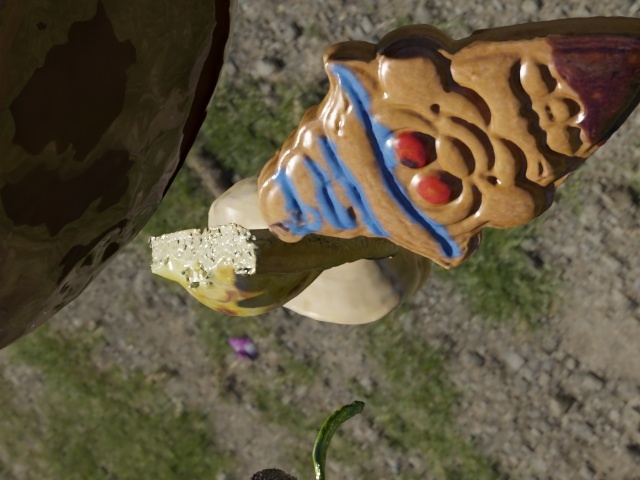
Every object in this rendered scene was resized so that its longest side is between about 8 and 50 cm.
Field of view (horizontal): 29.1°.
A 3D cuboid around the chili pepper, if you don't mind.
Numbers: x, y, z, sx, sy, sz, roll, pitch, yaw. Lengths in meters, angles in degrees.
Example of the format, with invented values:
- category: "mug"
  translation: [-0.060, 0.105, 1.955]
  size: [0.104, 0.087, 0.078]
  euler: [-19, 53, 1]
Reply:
- category: "chili pepper"
  translation: [0.013, 0.175, 1.102]
  size: [0.030, 0.083, 0.017]
  euler: [37, 158, 0]

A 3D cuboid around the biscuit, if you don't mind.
- category: "biscuit"
  translation: [0.078, -0.058, 0.748]
  size: [0.280, 0.043, 0.183]
  euler: [-20, 131, 29]

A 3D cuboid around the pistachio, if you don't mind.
- category: "pistachio"
  translation: [0.000, 0.000, 1.228]
  size: [0.229, 0.157, 0.157]
  euler: [13, 127, 29]

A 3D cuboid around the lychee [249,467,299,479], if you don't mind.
- category: "lychee"
  translation: [-0.057, 0.315, 1.531]
  size: [0.068, 0.083, 0.067]
  euler: [-28, 67, 27]

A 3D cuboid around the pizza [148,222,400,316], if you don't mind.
- category: "pizza"
  translation: [-0.034, 0.024, 1.087]
  size: [0.188, 0.204, 0.081]
  euler: [-4, 90, 50]

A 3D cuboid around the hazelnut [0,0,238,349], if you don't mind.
- category: "hazelnut"
  translation: [-0.216, -0.110, 0.570]
  size: [0.372, 0.372, 0.316]
  euler: [19, 103, 30]
